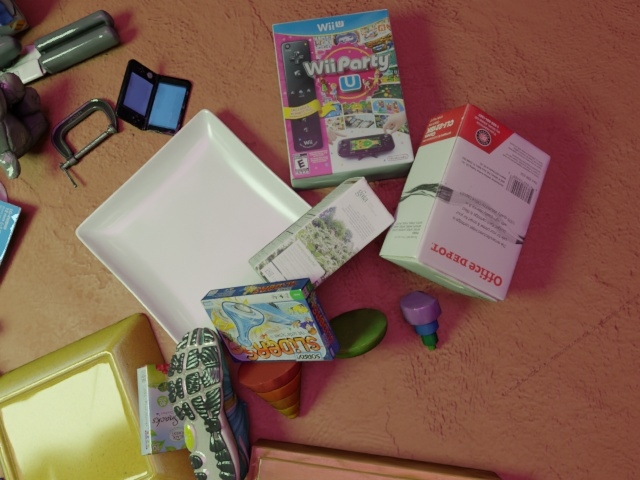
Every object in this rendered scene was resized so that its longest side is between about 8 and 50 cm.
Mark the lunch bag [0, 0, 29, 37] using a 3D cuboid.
[{"bbox_3d":[-0.688,-0.521,0.945,0.115,0.303,0.243,-40,79,-13],"label":"lunch bag"}]

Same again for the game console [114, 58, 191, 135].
[{"bbox_3d":[-0.326,-0.280,1.001,0.071,0.107,0.122,4,78,33],"label":"game console"}]

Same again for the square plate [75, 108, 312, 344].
[{"bbox_3d":[-0.217,-0.017,0.956,0.347,0.049,0.344,44,85,9],"label":"square plate"}]

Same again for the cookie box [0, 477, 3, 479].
[{"bbox_3d":[-0.584,0.486,0.884,0.092,0.040,0.107,-30,79,-2],"label":"cookie box"}]

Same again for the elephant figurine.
[{"bbox_3d":[-0.670,-0.230,0.980,0.240,0.169,0.186,-1,37,11],"label":"elephant figurine"}]

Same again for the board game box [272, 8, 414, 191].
[{"bbox_3d":[0.037,-0.261,0.965,0.224,0.097,0.303,-8,79,0],"label":"board game box"}]

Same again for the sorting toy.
[{"bbox_3d":[0.048,0.210,0.891,0.366,0.127,0.126,-21,108,-4],"label":"sorting toy"}]

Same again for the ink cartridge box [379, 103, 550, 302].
[{"bbox_3d":[0.247,-0.057,0.870,0.197,0.114,0.272,25,80,-22],"label":"ink cartridge box"}]

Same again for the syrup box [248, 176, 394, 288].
[{"bbox_3d":[0.000,0.000,0.873,0.237,0.096,0.093,-40,103,-8],"label":"syrup box"}]

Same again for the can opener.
[{"bbox_3d":[-0.548,-0.382,1.015,0.284,0.095,0.076,-22,80,5],"label":"can opener"}]

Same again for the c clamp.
[{"bbox_3d":[-0.465,-0.203,1.019,0.161,0.022,0.137,-45,75,-4],"label":"c clamp"}]

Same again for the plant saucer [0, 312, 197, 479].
[{"bbox_3d":[-0.412,0.338,0.884,0.333,0.081,0.332,-25,79,-3],"label":"plant saucer"}]

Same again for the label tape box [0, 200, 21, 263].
[{"bbox_3d":[-0.774,-0.008,0.940,0.348,0.115,0.249,19,88,8],"label":"label tape box"}]

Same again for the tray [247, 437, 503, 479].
[{"bbox_3d":[0.080,0.464,0.839,0.411,0.076,0.202,6,80,5],"label":"tray"}]

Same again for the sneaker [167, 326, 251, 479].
[{"bbox_3d":[-0.180,0.282,0.866,0.107,0.110,0.275,-13,86,19],"label":"sneaker"}]

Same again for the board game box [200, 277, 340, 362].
[{"bbox_3d":[-0.083,0.134,0.829,0.201,0.035,0.136,-10,115,30],"label":"board game box"}]

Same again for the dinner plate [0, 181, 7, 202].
[{"bbox_3d":[-0.688,-0.070,1.006,0.141,0.017,0.141,-1,81,4],"label":"dinner plate"}]

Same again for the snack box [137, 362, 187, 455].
[{"bbox_3d":[-0.254,0.282,0.869,0.037,0.100,0.141,-26,65,40],"label":"snack box"}]
